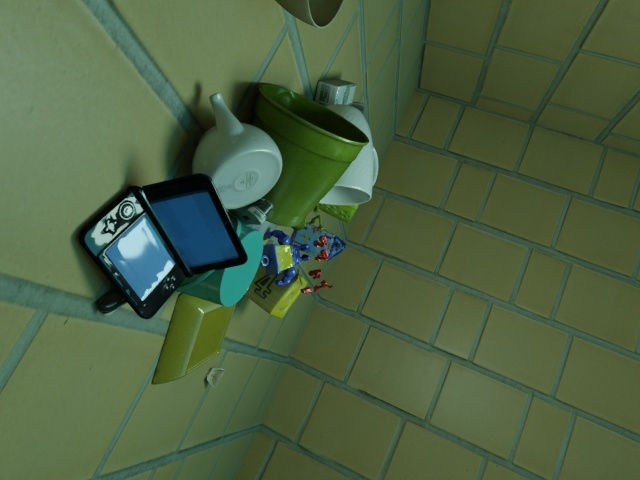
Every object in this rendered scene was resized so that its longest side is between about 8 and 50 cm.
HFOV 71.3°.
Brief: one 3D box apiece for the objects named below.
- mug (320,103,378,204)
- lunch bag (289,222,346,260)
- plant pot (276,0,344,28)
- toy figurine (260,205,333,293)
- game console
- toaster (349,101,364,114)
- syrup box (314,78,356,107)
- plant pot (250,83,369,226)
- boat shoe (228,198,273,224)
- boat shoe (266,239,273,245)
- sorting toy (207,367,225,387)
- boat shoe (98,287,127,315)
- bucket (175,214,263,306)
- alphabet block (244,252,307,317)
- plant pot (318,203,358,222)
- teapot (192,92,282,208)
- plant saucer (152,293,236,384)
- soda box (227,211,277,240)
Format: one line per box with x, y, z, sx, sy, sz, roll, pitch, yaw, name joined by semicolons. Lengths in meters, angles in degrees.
0.098;-0.317;1.718;0.374;0.276;0.327;14;76;-45;mug
0.000;0.000;2.295;0.293;0.221;0.138;-2;114;-75;lunch bag
-0.052;-0.698;1.101;0.284;0.191;0.283;21;90;-76;plant pot
-0.116;0.028;1.568;0.217;0.191;0.361;-11;95;-39;toy figurine
-0.339;0.023;1.022;0.250;0.174;0.293;-57;145;-36;game console
0.140;-0.560;2.109;0.185;0.110;0.167;98;-3;-50;toaster
0.064;-0.614;1.862;0.237;0.097;0.093;-43;150;-59;syrup box
-0.092;-0.246;1.415;0.352;0.367;0.366;-61;170;23;plant pot
-0.207;-0.092;1.323;0.070;0.219;0.077;-48;121;-20;boat shoe
-0.227;0.044;1.908;0.035;0.035;0.100;88;21;-53;boat shoe
-0.448;0.565;1.866;0.083;0.045;0.075;-62;158;-20;sorting toy
-0.478;0.128;1.072;0.125;0.046;0.038;-43;158;-42;boat shoe
-0.305;0.051;1.312;0.281;0.183;0.280;21;90;-77;bucket
-0.198;0.178;1.811;0.193;0.197;0.192;-55;164;-6;alphabet block
0.108;-0.251;2.194;0.227;0.228;0.207;-65;-175;-17;plant pot
-0.238;-0.218;1.188;0.256;0.187;0.253;-45;153;20;teapot
-0.408;0.314;1.548;0.332;0.081;0.333;-70;165;10;plant saucer
-0.246;-0.050;1.569;0.097;0.091;0.286;-71;166;13;soda box
